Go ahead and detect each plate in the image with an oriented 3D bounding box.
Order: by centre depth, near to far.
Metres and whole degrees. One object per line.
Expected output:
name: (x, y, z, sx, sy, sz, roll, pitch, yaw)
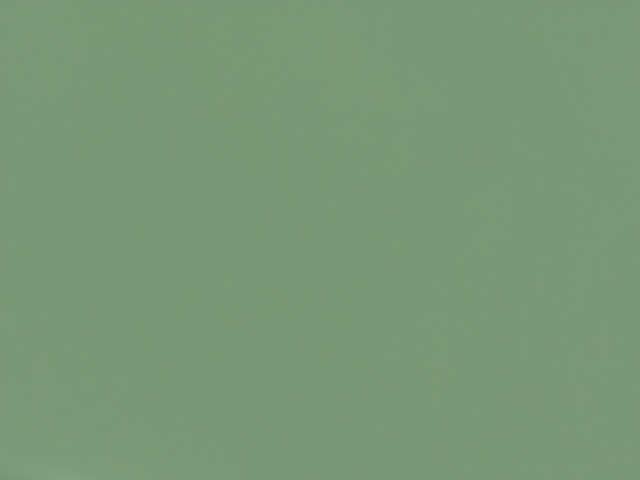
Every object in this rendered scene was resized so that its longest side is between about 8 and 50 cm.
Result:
plate: (0.000, 0.000, 0.338, 0.278, 0.045, 0.277, 24, 129, 11)
